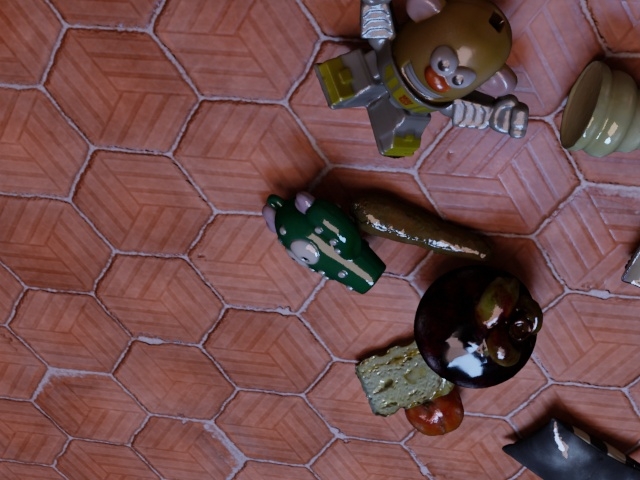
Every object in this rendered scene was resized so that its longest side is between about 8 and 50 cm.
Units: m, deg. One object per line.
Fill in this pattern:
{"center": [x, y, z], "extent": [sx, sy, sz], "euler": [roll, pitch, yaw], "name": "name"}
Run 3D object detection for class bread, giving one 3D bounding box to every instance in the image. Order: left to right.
{"center": [0.178, 0.267, 2.129], "extent": [0.232, 0.128, 0.088], "euler": [-27, 158, 35], "name": "bread"}

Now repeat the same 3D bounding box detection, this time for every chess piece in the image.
{"center": [0.508, -0.168, 1.632], "extent": [0.251, 0.144, 0.144], "euler": [17, 134, -7], "name": "chess piece"}

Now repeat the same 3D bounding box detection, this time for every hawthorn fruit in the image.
{"center": [0.227, 0.339, 2.177], "extent": [0.128, 0.128, 0.128], "euler": [7, 133, 8], "name": "hawthorn fruit"}

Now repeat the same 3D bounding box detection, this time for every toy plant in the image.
{"center": [0.000, -0.002, 1.905], "extent": [0.243, 0.112, 0.232], "euler": [48, 156, -27], "name": "toy plant"}

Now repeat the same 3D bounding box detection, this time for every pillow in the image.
{"center": [0.523, 0.457, 2.219], "extent": [0.249, 0.106, 0.186], "euler": [29, 140, -10], "name": "pillow"}

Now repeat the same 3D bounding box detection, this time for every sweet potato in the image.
{"center": [0.176, -0.018, 1.894], "extent": [0.273, 0.075, 0.075], "euler": [20, 133, -8], "name": "sweet potato"}

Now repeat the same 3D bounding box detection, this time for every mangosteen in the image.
{"center": [0.291, 0.152, 1.898], "extent": [0.228, 0.228, 0.265], "euler": [37, 161, -20], "name": "mangosteen"}

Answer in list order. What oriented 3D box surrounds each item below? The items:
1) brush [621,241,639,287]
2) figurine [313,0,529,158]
{"center": [0.595, -0.051, 1.779], "extent": [0.060, 0.050, 0.321], "euler": [21, 126, -2], "name": "brush"}
{"center": [0.160, -0.262, 1.600], "extent": [0.342, 0.167, 0.285], "euler": [23, 145, -37], "name": "figurine"}
